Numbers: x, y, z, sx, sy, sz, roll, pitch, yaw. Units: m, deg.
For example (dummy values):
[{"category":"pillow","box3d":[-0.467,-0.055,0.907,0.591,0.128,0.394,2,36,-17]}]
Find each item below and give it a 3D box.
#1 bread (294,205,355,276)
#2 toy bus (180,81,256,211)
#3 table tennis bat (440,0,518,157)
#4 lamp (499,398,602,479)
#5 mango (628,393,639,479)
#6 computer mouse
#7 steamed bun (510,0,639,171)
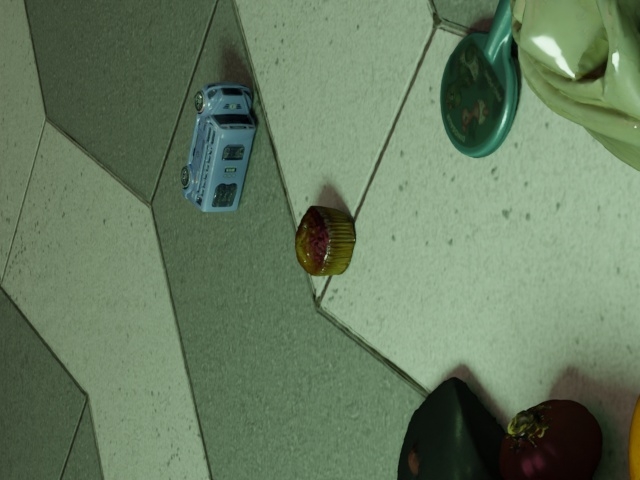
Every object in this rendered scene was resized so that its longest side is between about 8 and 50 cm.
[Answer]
[{"category":"bread","box3d":[0.000,0.000,1.734,0.085,0.053,0.085,-6,83,60]},{"category":"toy bus","box3d":[-0.130,-0.124,1.957,0.076,0.073,0.167,46,131,48]},{"category":"table tennis bat","box3d":[0.169,-0.175,1.469,0.124,0.033,0.201,60,142,41]},{"category":"lamp","box3d":[0.206,0.188,1.320,0.101,0.090,0.101,-39,22,19]},{"category":"mango","box3d":[0.306,0.152,1.131,0.141,0.102,0.217,35,121,49]},{"category":"computer mouse","box3d":[0.137,0.268,1.439,0.295,0.087,0.168,56,134,46]},{"category":"steamed bun","box3d":[0.264,-0.190,1.091,0.324,0.219,0.310,-156,67,-65]}]
